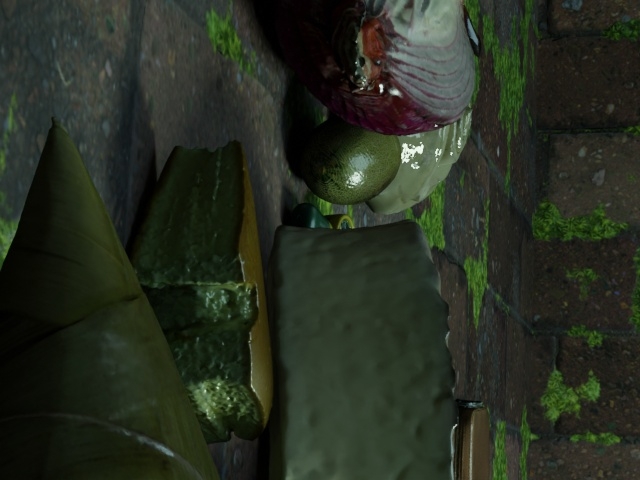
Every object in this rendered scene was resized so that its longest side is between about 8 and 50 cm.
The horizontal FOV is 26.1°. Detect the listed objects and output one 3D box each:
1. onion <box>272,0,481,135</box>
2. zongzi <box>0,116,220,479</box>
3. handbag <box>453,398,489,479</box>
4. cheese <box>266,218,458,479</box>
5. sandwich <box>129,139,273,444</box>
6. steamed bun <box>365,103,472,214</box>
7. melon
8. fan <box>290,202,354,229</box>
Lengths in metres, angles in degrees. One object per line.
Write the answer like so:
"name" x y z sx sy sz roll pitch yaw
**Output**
"onion" 0.024 -0.211 1.325 0.348 0.159 0.267 -39 115 -61
"zongzi" -0.120 0.115 0.842 0.274 0.145 0.300 64 23 -65
"handbag" 0.221 0.324 2.170 0.193 0.072 0.151 24 67 -71
"cheese" 0.028 0.152 1.219 0.292 0.153 0.332 92 -2 -62
"sandwich" -0.087 0.050 1.034 0.088 0.090 0.245 -39 127 -74
"steamed bun" 0.110 -0.145 1.641 0.218 0.144 0.211 69 25 -53
"melon" 0.031 -0.086 1.445 0.162 0.099 0.099 -32 121 -69
"fan" 0.000 0.000 1.442 0.155 0.039 0.082 51 42 -64
